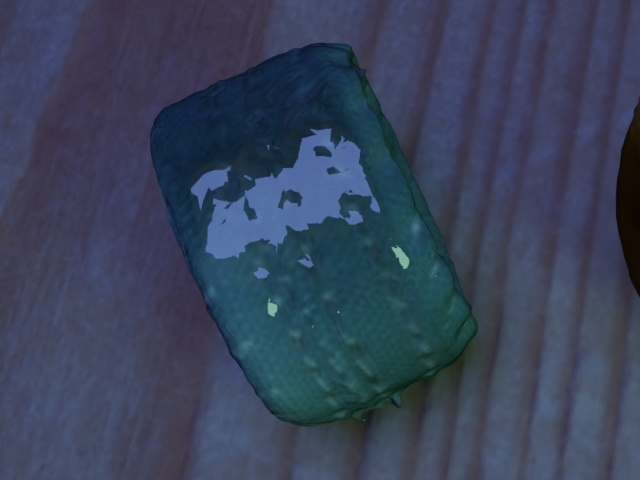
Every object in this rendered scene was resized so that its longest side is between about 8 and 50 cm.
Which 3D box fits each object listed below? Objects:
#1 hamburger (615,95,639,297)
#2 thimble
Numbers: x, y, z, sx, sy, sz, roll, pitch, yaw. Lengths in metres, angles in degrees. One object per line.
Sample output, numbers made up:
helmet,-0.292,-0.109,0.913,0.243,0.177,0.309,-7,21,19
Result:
hamburger,0.301,-0.016,0.701,0.290,0.314,0.170,22,59,13
thimble,0.000,0.000,0.854,0.143,0.198,0.235,-23,92,7
